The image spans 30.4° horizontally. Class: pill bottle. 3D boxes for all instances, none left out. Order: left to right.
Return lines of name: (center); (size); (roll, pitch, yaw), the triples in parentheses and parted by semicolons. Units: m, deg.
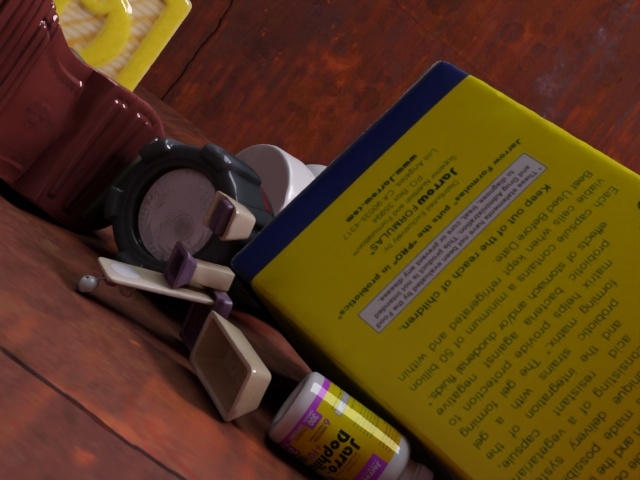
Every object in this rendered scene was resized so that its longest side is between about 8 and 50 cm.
pill bottle: (0.000, 0.000, 1.152); (0.229, 0.131, 0.131); (33, 5, -46)
pill bottle: (0.017, 0.108, 0.613); (0.083, 0.043, 0.043); (36, 4, -3)

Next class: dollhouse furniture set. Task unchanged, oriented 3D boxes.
dollhouse furniture set: (-0.071, 0.030, 0.607); (0.081, 0.091, 0.114); (17, 17, -31)

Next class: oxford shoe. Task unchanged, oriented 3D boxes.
oxford shoe: (-0.216, -0.112, 0.671); (0.130, 0.123, 0.348); (33, -12, 25)

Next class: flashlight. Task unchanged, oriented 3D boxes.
flashlight: (-0.040, 0.011, 0.861); (0.103, 0.103, 0.304); (37, 4, 25)

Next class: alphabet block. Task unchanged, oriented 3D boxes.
alphabet block: (-0.296, -0.275, 1.406); (0.193, 0.192, 0.197); (33, 5, -24)

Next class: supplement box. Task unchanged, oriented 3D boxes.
supplement box: (0.151, 0.086, 0.689); (0.356, 0.195, 0.194); (40, -11, 38)
